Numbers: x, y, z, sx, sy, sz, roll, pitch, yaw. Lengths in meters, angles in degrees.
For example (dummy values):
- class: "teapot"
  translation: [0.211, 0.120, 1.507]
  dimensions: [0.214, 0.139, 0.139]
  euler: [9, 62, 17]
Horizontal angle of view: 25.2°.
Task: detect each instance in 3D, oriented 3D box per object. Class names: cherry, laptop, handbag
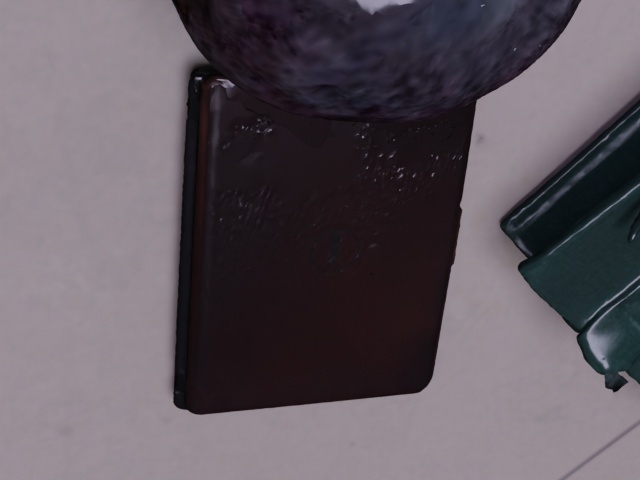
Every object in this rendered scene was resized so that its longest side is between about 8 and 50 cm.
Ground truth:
- class: "cherry"
  translation: [0.031, -0.138, 0.597]
  dimensions: [0.195, 0.195, 0.195]
  euler: [-8, 122, -13]
- class: "laptop"
  translation: [0.000, 0.000, 0.763]
  dimensions: [0.153, 0.026, 0.207]
  euler: [-4, 122, -17]
- class: "handbag"
  translation: [0.283, 0.026, 0.828]
  dimensions: [0.238, 0.089, 0.326]
  euler: [-43, 122, 12]
